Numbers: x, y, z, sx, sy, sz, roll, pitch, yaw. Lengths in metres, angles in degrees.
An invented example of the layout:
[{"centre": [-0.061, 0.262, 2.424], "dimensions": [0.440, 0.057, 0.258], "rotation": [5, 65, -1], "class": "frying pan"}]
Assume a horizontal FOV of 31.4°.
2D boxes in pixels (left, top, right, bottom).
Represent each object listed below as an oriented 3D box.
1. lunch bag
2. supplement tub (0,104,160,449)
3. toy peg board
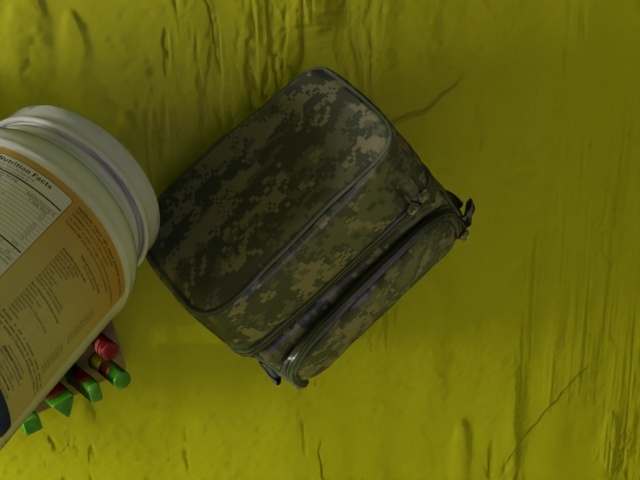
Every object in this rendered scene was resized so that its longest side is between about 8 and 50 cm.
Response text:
[{"centre": [0.000, 0.000, 1.249], "dimensions": [0.305, 0.212, 0.256], "rotation": [-44, 137, -1], "class": "lunch bag"}, {"centre": [-0.310, 0.039, 1.041], "dimensions": [0.316, 0.228, 0.228], "rotation": [-55, 130, -42], "class": "supplement tub"}, {"centre": [-0.286, 0.115, 1.216], "dimensions": [0.161, 0.079, 0.160], "rotation": [-26, 119, -27], "class": "toy peg board"}]
